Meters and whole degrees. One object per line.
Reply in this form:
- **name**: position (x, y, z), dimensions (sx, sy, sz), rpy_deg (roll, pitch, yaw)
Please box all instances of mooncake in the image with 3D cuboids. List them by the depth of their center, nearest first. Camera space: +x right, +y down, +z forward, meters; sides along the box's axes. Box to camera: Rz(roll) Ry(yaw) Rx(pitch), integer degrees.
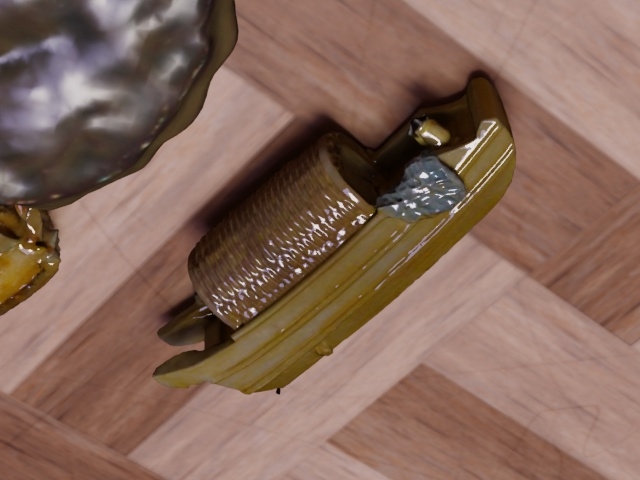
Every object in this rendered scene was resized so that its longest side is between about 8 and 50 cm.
- **mooncake**: position (-0.184, -0.159, 0.911), dimensions (0.290, 0.161, 0.290), rpy_deg (-4, 127, -6)

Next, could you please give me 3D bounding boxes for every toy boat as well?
- **toy boat**: position (0.000, 0.000, 1.106), dimensions (0.115, 0.089, 0.310), rpy_deg (36, 120, -25)

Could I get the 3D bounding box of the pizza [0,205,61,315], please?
- **pizza**: position (-0.300, -0.016, 1.090), dimensions (0.251, 0.074, 0.288), rpy_deg (-2, 131, -5)
